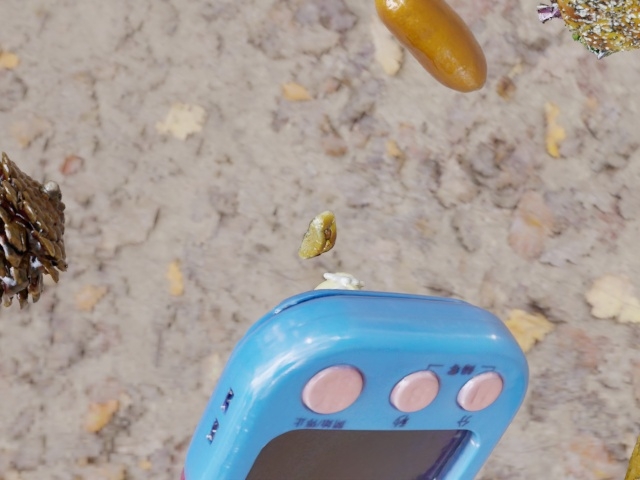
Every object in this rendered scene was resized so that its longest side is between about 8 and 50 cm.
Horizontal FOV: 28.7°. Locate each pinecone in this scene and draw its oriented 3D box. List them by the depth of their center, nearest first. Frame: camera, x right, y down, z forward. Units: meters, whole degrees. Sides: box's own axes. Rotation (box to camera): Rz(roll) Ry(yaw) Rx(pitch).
[{"bbox_3d":[-0.331,-0.004,1.238,0.173,0.173,0.174,-4,80,26],"label":"pinecone"}]

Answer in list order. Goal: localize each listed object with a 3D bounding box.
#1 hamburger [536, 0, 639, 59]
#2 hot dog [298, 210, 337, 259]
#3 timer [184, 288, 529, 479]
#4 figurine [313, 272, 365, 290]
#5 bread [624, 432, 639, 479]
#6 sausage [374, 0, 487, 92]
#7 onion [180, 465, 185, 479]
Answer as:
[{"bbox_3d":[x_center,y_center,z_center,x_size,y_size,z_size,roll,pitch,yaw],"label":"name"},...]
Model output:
[{"bbox_3d":[0.303,-0.252,1.254,0.164,0.190,0.093,15,54,3],"label":"hamburger"},{"bbox_3d":[0.000,0.000,1.506,0.034,0.030,0.090,49,149,16],"label":"hot dog"},{"bbox_3d":[0.035,0.187,1.308,0.309,0.340,0.115,-65,36,31],"label":"timer"},{"bbox_3d":[0.083,0.174,1.907,0.227,0.274,0.394,-58,28,8],"label":"figurine"},{"bbox_3d":[0.343,0.105,0.821,0.224,0.250,0.279,22,128,27],"label":"bread"},{"bbox_3d":[0.161,-0.296,1.784,0.098,0.238,0.098,-26,45,30],"label":"sausage"},{"bbox_3d":[-0.161,0.403,1.838,0.150,0.150,0.140,27,62,27],"label":"onion"}]
